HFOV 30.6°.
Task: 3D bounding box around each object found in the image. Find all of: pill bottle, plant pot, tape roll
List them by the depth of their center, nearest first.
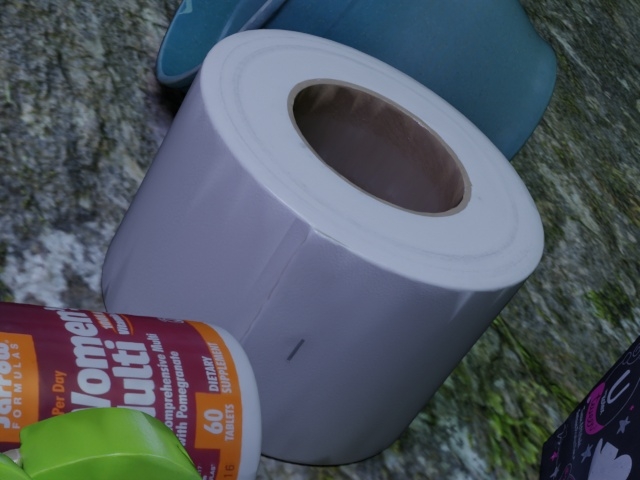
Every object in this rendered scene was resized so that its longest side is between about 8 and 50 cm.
[{"bbox_3d":[-0.149,0.090,0.564,0.221,0.121,0.121,9,39,-33],"label":"pill bottle"},{"bbox_3d":[0.000,0.000,0.770,0.246,0.169,0.246,23,33,-16],"label":"tape roll"},{"bbox_3d":[0.046,-0.165,0.968,0.255,0.271,0.272,37,29,-24],"label":"plant pot"}]

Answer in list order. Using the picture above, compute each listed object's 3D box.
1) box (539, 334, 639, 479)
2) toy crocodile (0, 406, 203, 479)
[{"bbox_3d":[0.236,0.199,0.732,0.163,0.142,0.247,31,33,-3],"label":"box"},{"bbox_3d":[-0.194,0.142,0.405,0.340,0.105,0.115,-23,16,-26],"label":"toy crocodile"}]
